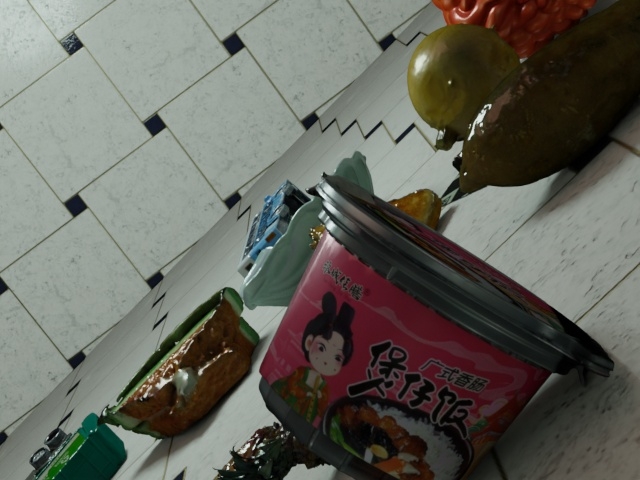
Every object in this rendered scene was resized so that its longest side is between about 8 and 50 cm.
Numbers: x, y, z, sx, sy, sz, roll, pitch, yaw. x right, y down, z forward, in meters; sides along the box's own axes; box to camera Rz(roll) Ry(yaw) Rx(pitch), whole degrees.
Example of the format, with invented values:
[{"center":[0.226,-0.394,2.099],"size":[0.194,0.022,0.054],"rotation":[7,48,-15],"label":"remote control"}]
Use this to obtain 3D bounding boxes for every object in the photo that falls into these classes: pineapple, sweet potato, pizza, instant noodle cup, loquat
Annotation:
[{"center":[-0.020,0.207,1.227],"size":[0.221,0.083,0.103],"rotation":[-42,-22,-13],"label":"pineapple"},{"center":[0.320,-0.198,1.386],"size":[0.422,0.130,0.130],"rotation":[-40,10,-5],"label":"sweet potato"},{"center":[0.072,0.002,1.664],"size":[0.193,0.053,0.201],"rotation":[13,51,47],"label":"pizza"},{"center":[0.067,0.091,0.972],"size":[0.182,0.258,0.302],"rotation":[-59,37,7],"label":"instant noodle cup"},{"center":[0.212,-0.230,1.819],"size":[0.149,0.172,0.205],"rotation":[61,-137,-82],"label":"loquat"}]

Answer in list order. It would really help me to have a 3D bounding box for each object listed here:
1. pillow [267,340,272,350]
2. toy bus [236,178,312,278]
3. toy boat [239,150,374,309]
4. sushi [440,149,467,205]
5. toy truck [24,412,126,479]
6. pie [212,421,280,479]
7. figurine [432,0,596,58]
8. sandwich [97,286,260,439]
[{"center":[0.006,0.090,1.720],"size":[0.203,0.038,0.113],"rotation":[-48,13,-11],"label":"pillow"},{"center":[-0.070,-0.009,2.231],"size":[0.131,0.106,0.297],"rotation":[-47,11,14],"label":"toy bus"},{"center":[0.000,0.000,1.823],"size":[0.290,0.100,0.199],"rotation":[-47,-14,-13],"label":"toy boat"},{"center":[0.252,-0.149,1.655],"size":[0.192,0.043,0.279],"rotation":[-51,11,-27],"label":"sushi"},{"center":[-0.435,0.408,2.053],"size":[0.124,0.114,0.253],"rotation":[-12,34,53],"label":"toy truck"},{"center":[-0.105,0.278,1.437],"size":[0.170,0.034,0.092],"rotation":[-47,6,-12],"label":"pie"},{"center":[0.376,-0.454,1.927],"size":[0.411,0.241,0.306],"rotation":[-38,17,-13],"label":"figurine"},{"center":[-0.198,0.207,1.909],"size":[0.292,0.109,0.212],"rotation":[-52,18,-21],"label":"sandwich"}]
